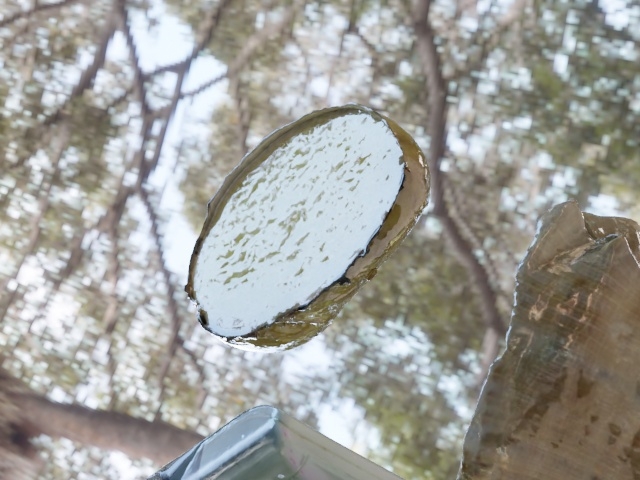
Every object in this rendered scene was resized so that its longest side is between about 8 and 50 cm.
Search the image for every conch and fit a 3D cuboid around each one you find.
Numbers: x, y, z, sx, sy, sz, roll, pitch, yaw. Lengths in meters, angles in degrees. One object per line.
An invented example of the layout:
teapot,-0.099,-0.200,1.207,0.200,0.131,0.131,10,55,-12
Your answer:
conch,0.203,0.107,0.910,0.263,0.186,0.324,47,-126,-25

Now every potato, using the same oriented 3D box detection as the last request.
potato,0.000,0.000,1.083,0.200,0.164,0.081,-45,-45,12

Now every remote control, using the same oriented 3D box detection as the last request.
remote control,-0.038,0.104,0.517,0.065,0.166,0.029,31,-134,-21
